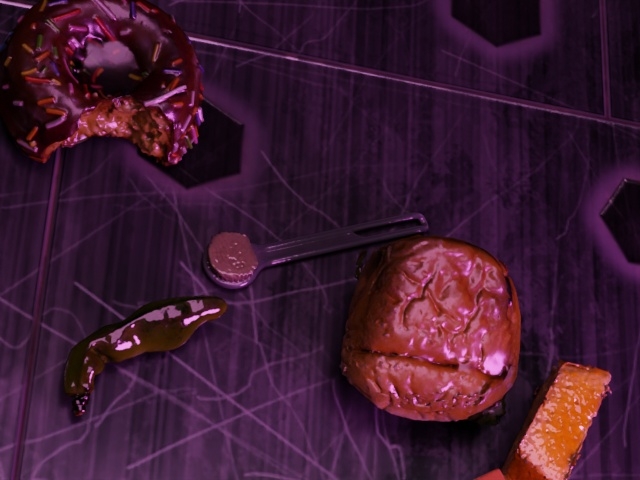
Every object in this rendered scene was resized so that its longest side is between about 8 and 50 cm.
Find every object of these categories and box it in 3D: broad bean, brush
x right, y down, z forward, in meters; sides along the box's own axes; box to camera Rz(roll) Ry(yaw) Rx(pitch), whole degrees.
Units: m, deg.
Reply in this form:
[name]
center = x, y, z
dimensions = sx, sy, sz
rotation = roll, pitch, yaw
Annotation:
[broad bean]
center = -0.184, 0.099, 1.870
dimensions = 0.195, 0.046, 0.061
rotation = -35, 87, -26
[brush]
center = 0.000, 0.000, 1.998
dimensions = 0.266, 0.027, 0.062
rotation = -12, 65, -24

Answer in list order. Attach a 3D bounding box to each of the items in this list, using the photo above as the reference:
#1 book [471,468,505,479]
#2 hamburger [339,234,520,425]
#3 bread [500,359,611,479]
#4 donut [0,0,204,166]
[book]
center = 0.155, 0.427, 1.760
dimensions = 0.262, 0.028, 0.374
rotation = -21, 76, -31
[hamburger]
center = 0.118, 0.085, 1.927
dimensions = 0.183, 0.130, 0.206
rotation = 12, 60, -7
[bread]
center = 0.237, 0.193, 1.912
dimensions = 0.065, 0.103, 0.187
rotation = 30, 61, 5
[donut]
center = -0.229, -0.180, 1.995
dimensions = 0.230, 0.096, 0.216
rotation = 10, 58, -11
